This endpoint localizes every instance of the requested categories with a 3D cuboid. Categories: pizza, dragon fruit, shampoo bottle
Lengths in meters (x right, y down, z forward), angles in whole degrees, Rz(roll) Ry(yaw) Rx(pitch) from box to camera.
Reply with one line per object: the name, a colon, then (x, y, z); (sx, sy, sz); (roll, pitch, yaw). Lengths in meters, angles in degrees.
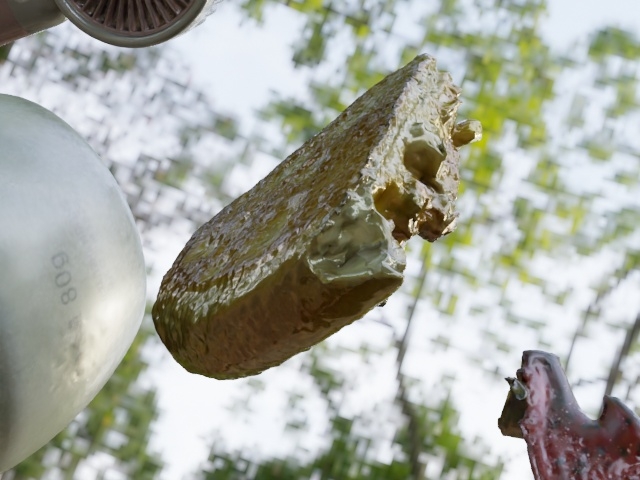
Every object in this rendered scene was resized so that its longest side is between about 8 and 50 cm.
pizza: (-0.027, 0.021, 1.199); (0.268, 0.258, 0.087); (-35, -79, 29)
dragon fruit: (0.206, 0.169, 1.590); (0.122, 0.192, 0.092); (-39, -32, 30)
shampoo bottle: (-0.317, 0.038, 1.622); (0.322, 0.317, 0.322); (31, -44, 35)

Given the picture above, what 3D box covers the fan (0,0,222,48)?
fan: (-0.169, -0.179, 1.311); (0.244, 0.074, 0.130); (-17, -82, 23)
